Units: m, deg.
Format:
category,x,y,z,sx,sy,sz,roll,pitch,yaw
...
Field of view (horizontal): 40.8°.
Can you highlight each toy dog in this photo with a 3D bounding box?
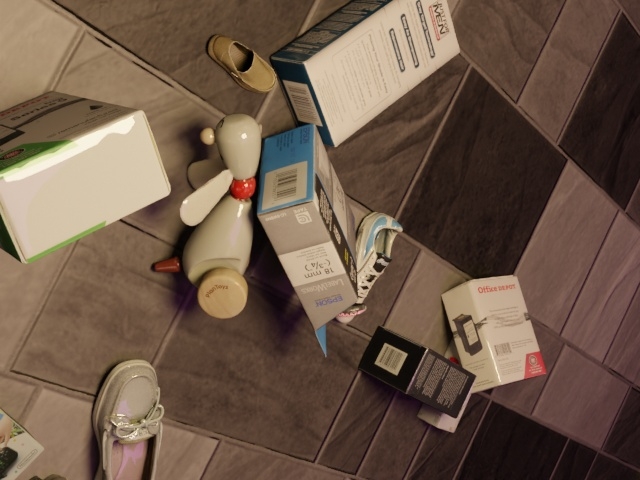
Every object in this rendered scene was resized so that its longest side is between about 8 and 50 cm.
category,x,y,z,sx,sy,sz,roll,pitch,yaw
toy dog,-0.187,-0.043,1.404,0.160,0.220,0.334,5,98,-5

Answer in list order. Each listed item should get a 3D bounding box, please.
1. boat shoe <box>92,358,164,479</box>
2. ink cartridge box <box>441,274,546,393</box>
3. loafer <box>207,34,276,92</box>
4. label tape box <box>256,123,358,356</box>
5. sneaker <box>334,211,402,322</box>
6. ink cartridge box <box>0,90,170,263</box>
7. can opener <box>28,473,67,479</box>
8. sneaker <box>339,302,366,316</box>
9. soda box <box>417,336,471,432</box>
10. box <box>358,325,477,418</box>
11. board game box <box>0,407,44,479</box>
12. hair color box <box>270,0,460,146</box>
category,x,y,z,sx,sy,sz,roll,pitch,yaw
boat shoe,-0.321,0.360,1.460,0.118,0.103,0.321,3,103,-41
ink cartridge box,0.393,0.210,1.955,0.172,0.100,0.237,-4,73,-40
loafer,-0.124,-0.290,1.439,0.148,0.050,0.056,27,87,-43
label tape box,0.000,0.000,1.514,0.105,0.241,0.334,-16,126,12
sneaker,0.089,0.058,1.722,0.085,0.086,0.237,22,91,-45
ink cartridge box,-0.368,-0.096,1.136,0.211,0.289,0.122,-31,120,-29
can opener,-0.513,0.474,1.354,0.283,0.076,0.095,-33,123,-27
sneaker,0.031,0.120,1.685,0.047,0.119,0.057,-9,99,-78
soda box,0.314,0.337,2.025,0.074,0.069,0.216,27,87,-43
box,0.212,0.285,1.862,0.207,0.153,0.108,32,83,-44
board game box,-0.580,0.279,1.215,0.224,0.097,0.303,-47,129,-19
hair color box,0.090,-0.340,1.569,0.347,0.105,0.174,-39,127,-24
